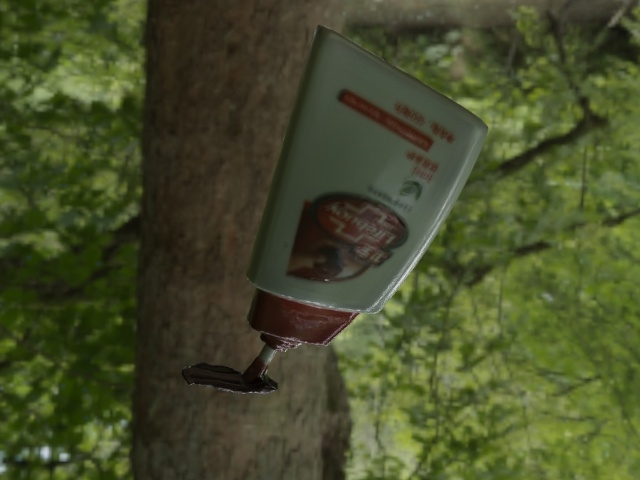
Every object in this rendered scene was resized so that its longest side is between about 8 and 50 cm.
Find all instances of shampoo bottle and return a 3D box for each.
[{"bbox_3d":[0.000,0.000,0.729,0.153,0.284,0.071,26,-172,-15],"label":"shampoo bottle"}]
